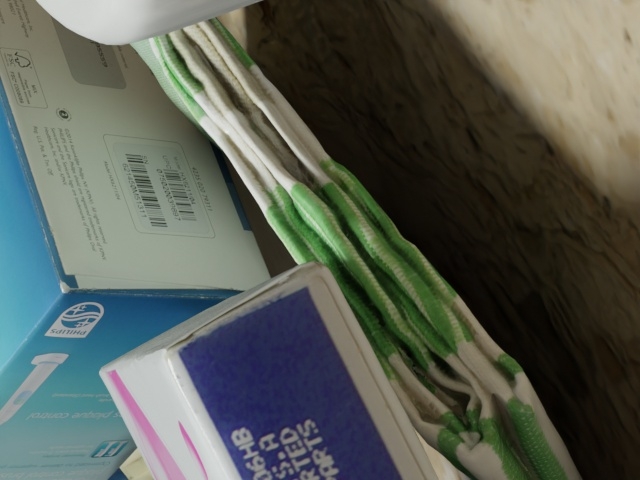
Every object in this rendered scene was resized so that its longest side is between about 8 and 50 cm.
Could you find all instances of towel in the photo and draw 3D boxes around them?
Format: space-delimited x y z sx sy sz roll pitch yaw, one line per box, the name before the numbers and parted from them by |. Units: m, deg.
towel | 0.000 0.000 0.778 0.325 0.038 0.248 50 178 31

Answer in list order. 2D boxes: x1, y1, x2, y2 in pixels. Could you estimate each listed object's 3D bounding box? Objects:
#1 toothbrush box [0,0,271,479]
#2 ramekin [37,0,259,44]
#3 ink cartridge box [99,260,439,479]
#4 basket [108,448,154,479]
toothbrush box | -0.177 0.023 1.018 0.295 0.126 0.216 -47 53 36
ramekin | -0.061 -0.197 0.617 0.277 0.135 0.277 54 161 29
ink cartridge box | 0.020 0.176 0.736 0.324 0.071 0.330 62 167 0
basket | -0.106 0.177 1.198 0.255 0.201 0.289 47 167 46
